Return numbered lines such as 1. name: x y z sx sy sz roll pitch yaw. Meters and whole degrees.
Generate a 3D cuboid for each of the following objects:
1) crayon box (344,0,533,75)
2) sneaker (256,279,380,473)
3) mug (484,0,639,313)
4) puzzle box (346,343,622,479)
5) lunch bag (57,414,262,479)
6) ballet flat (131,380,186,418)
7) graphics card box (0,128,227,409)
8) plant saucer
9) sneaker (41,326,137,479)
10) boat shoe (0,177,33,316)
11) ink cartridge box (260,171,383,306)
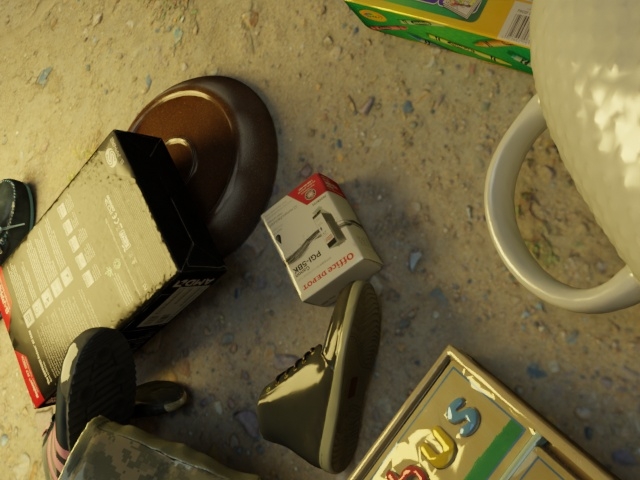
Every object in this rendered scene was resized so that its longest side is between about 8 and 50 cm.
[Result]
1. crayon box: 0.182 -0.309 0.734 0.279 0.081 0.165 29 94 32
2. sneaker: -0.008 0.148 0.740 0.118 0.083 0.221 10 85 32
3. mug: 0.296 -0.090 0.524 0.374 0.276 0.327 -45 54 34
4. puzzle box: 0.097 0.332 0.589 0.408 0.052 0.272 -55 38 4
5. lunch bag: -0.194 0.363 0.719 0.236 0.169 0.286 21 93 7
6. ballet flat: -0.255 0.235 0.893 0.173 0.057 0.049 -16 111 27
7. graphics card box: -0.317 0.049 0.894 0.371 0.094 0.232 -41 67 28
8. plant saucer: -0.205 -0.106 0.933 0.311 0.050 0.310 -7 75 28
9. sneaker: -0.324 0.244 0.831 0.131 0.112 0.318 20 112 29
10. boat shoe: -0.568 0.014 1.089 0.109 0.089 0.258 0 79 30
11. ink cartridge box: 0.000 0.000 0.784 0.099 0.056 0.135 -37 63 17
